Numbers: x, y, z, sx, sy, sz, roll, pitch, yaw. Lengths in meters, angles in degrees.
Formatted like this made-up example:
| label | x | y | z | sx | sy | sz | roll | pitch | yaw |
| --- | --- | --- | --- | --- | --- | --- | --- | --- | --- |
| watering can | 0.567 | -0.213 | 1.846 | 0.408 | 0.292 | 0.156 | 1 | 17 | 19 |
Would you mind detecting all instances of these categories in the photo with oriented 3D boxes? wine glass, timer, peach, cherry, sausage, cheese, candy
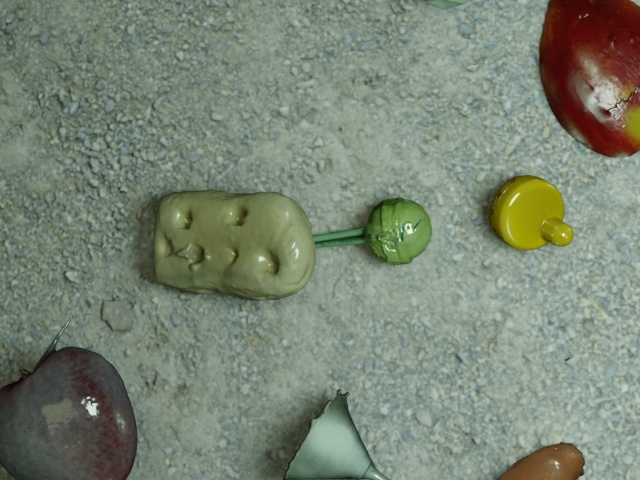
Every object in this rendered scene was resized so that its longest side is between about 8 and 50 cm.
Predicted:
| label | x | y | z | sx | sy | sz | roll | pitch | yaw |
| --- | --- | --- | --- | --- | --- | --- | --- | --- | --- |
| wine glass | 0.081 | 0.331 | 1.740 | 0.232 | 0.156 | 0.156 | 31 | 92 | 10 |
| timer | 0.294 | -0.035 | 1.737 | 0.107 | 0.109 | 0.107 | -8 | 111 | -21 |
| peach | 0.399 | -0.256 | 1.756 | 0.189 | 0.068 | 0.279 | -27 | 79 | 7 |
| cherry | -0.376 | 0.266 | 1.826 | 0.213 | 0.183 | 0.266 | -35 | 75 | 16 |
| sausage | 0.233 | 0.374 | 1.668 | 0.326 | 0.087 | 0.079 | -34 | 101 | -31 |
| cheese | -0.129 | 0.006 | 1.815 | 0.262 | 0.093 | 0.159 | 2 | 88 | 29 |
| candy | 0.000 | 0.000 | 1.828 | 0.335 | 0.092 | 0.093 | -6 | 120 | 20 |

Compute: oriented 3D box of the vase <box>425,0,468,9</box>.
| label | x | y | z | sx | sy | sz | roll | pitch | yaw |
| --- | --- | --- | --- | --- | --- | --- | --- | --- | --- |
| vase | 0.296 | -0.456 | 1.762 | 0.360 | 0.165 | 0.165 | -20 | 81 | 6 |
